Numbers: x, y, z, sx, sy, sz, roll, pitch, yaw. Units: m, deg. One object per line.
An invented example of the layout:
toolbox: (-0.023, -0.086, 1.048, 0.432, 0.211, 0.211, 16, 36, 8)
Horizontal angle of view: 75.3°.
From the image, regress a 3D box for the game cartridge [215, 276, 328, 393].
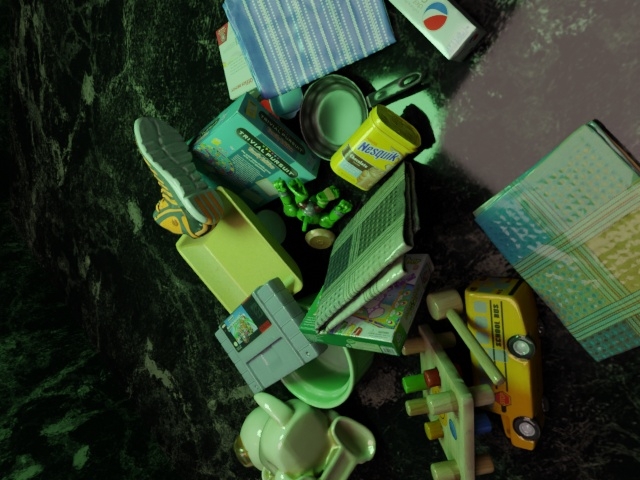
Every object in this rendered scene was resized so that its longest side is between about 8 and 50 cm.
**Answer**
game cartridge: (-0.154, 0.269, 1.129, 0.230, 0.068, 0.355, 50, 132, 5)

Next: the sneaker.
sneaker: (-0.387, -0.139, 1.045, 0.180, 0.125, 0.321, -34, 86, 42)

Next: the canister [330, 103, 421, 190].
canister: (0.117, -0.199, 0.921, 0.126, 0.073, 0.170, 27, 136, -22)

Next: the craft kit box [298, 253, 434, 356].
craft kit box: (0.108, 0.134, 0.962, 0.250, 0.246, 0.060, -2, 130, 38)

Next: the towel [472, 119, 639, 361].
towel: (0.492, 0.014, 0.747, 0.370, 0.040, 0.271, 52, 131, 10)

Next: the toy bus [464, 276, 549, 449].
toy bus: (0.389, 0.251, 0.862, 0.130, 0.108, 0.332, 0, 105, 38)

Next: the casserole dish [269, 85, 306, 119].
casserole dish: (-0.089, -0.407, 1.062, 0.114, 0.037, 0.188, -5, 101, 40)

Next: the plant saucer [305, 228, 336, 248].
plant saucer: (0.000, 0.000, 1.110, 0.083, 0.084, 0.015, -38, 38, 40)

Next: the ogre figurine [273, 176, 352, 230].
ogre figurine: (-0.027, -0.089, 1.069, 0.118, 0.197, 0.096, 107, 163, -54)

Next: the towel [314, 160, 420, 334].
towel: (0.106, 0.015, 0.910, 0.056, 0.312, 0.324, 30, 129, -12)

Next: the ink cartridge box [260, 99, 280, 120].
ink cartridge box: (-0.216, -0.298, 1.174, 0.231, 0.078, 0.134, -20, 92, 40)

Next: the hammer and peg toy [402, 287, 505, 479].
hammer and peg toy: (0.257, 0.302, 0.867, 0.128, 0.266, 0.361, -10, 112, -2)

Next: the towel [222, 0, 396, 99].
towel: (-0.033, -0.482, 0.908, 0.336, 0.040, 0.243, -16, 104, 22)

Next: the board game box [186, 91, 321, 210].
board game box: (-0.207, -0.205, 1.104, 0.336, 0.079, 0.254, -21, 134, 41)

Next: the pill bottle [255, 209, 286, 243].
pill bottle: (-0.201, -0.011, 1.239, 0.187, 0.112, 0.111, -24, 89, 41)

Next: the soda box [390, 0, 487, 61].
soda box: (0.209, -0.440, 0.788, 0.216, 0.074, 0.069, 52, 129, 12)

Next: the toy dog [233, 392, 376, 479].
toy dog: (-0.112, 0.624, 1.261, 0.395, 0.284, 0.408, 40, 149, -14)

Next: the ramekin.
ramekin: (0.003, 0.290, 1.158, 0.304, 0.148, 0.303, 14, 113, 35)

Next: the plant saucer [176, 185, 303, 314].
plant saucer: (-0.219, 0.050, 1.158, 0.332, 0.081, 0.333, 50, 133, 0)

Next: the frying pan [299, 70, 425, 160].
frying pan: (0.071, -0.325, 0.953, 0.326, 0.053, 0.197, -42, 79, 38)

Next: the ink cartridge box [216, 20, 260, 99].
ink cartridge box: (-0.186, -0.461, 1.052, 0.128, 0.072, 0.174, -2, 102, 46)
